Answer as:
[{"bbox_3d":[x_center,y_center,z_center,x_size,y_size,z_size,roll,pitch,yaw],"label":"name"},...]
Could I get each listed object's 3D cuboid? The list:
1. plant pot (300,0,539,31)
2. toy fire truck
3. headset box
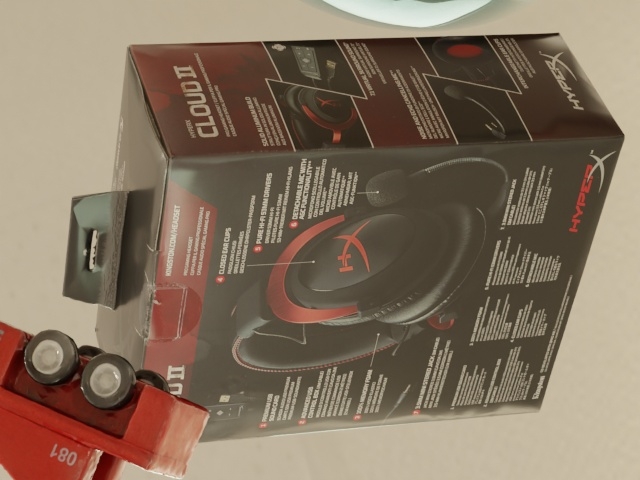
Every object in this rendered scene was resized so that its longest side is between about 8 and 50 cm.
[{"bbox_3d":[0.090,-0.255,1.319,0.290,0.290,0.195,-26,-144,-14],"label":"plant pot"},{"bbox_3d":[-0.108,0.100,0.718,0.192,0.047,0.135,21,-96,17],"label":"toy fire truck"},{"bbox_3d":[0.000,0.000,1.150,0.293,0.218,0.110,-4,-139,-18],"label":"headset box"}]
